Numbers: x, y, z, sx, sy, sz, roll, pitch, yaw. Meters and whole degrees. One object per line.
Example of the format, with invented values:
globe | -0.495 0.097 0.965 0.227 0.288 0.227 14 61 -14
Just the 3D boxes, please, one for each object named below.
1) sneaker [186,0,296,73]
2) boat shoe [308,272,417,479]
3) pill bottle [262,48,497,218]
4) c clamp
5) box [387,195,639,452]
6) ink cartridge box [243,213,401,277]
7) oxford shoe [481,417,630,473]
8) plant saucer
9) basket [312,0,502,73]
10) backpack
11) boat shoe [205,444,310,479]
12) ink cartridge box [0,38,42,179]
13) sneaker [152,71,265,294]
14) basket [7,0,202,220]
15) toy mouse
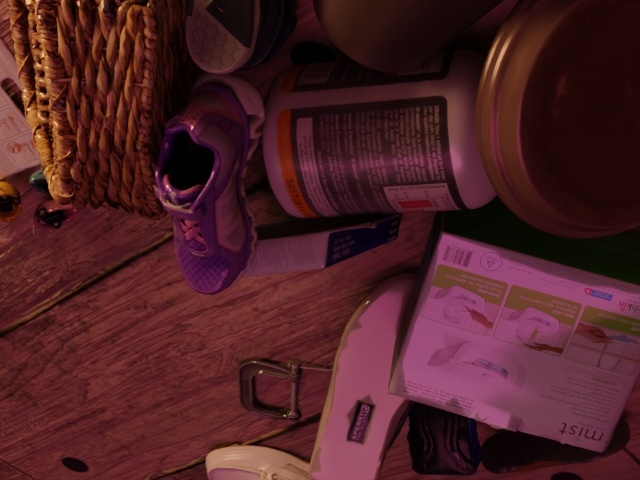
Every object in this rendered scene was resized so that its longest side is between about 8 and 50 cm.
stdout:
sneaker | -0.065 -0.268 1.077 0.086 0.163 0.226 14 99 9
boat shoe | 0.072 0.173 1.523 0.127 0.158 0.340 22 112 -1
pill bottle | 0.095 -0.107 1.146 0.278 0.162 0.162 -2 137 20
c clamp | -0.057 0.221 1.678 0.137 0.022 0.160 14 139 2
box | 0.233 0.091 1.305 0.262 0.127 0.231 14 121 1
ink cartridge box | 0.000 0.000 1.273 0.224 0.223 0.045 -8 95 26
oxford shoe | 0.333 0.279 1.601 0.212 0.076 0.076 -16 161 29
plant saucer | 0.269 -0.127 1.029 0.278 0.041 0.278 -9 114 -20
basket | 0.099 -0.259 0.986 0.204 0.154 0.227 25 143 -14
backpack | 0.169 0.251 1.583 0.098 0.101 0.120 -5 104 17
boat shoe | -0.056 0.399 1.823 0.277 0.096 0.098 10 140 7
ink cartridge box | -0.427 -0.147 1.369 0.225 0.056 0.181 -21 130 12
sneaker | -0.119 -0.042 1.118 0.095 0.104 0.236 16 123 16
basket | -0.243 -0.174 1.136 0.223 0.213 0.299 12 140 3
toy mouse | -0.337 -0.056 1.429 0.143 0.031 0.161 -11 150 -5
